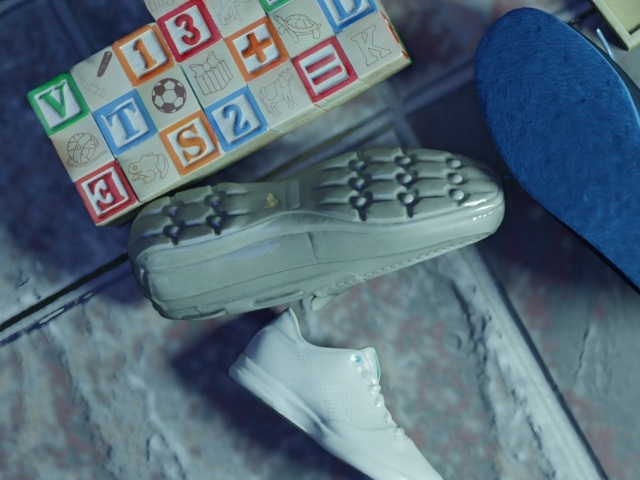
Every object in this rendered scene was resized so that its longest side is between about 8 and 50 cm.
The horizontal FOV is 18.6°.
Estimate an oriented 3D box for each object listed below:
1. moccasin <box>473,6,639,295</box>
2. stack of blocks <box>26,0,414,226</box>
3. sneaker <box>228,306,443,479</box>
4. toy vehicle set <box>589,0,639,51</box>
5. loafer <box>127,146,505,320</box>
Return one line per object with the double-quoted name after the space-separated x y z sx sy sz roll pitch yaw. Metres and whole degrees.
0.245 -0.039 1.579 0.138 0.117 0.342 -39 70 18 "moccasin"
-0.093 -0.155 1.650 0.297 0.087 0.171 -29 85 8 "stack of blocks"
0.030 0.138 1.641 0.212 0.080 0.094 36 83 9 "sneaker"
0.314 -0.300 1.613 0.267 0.035 0.166 -35 85 7 "toy vehicle set"
0.000 0.000 1.634 0.319 0.112 0.111 -9 131 10 "loafer"
